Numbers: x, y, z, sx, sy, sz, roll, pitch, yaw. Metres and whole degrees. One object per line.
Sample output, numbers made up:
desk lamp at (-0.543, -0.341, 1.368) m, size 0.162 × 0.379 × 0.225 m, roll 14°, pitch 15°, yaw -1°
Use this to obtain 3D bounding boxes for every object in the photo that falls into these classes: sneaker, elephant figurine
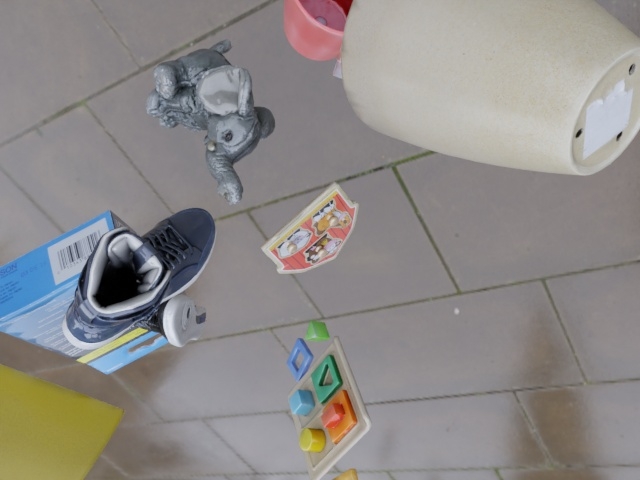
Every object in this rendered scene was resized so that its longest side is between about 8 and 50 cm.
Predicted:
sneaker at (-0.178, 0.017, 0.650) m, size 0.086 × 0.226 × 0.163 m, roll 42°, pitch 144°, yaw -3°
elephant figurine at (-0.153, -0.203, 0.968) m, size 0.239 × 0.169 × 0.186 m, roll 34°, pitch 119°, yaw 22°
sneaker at (-0.267, 0.125, 0.961) m, size 0.121 × 0.079 × 0.217 m, roll 12°, pitch 167°, yaw 2°

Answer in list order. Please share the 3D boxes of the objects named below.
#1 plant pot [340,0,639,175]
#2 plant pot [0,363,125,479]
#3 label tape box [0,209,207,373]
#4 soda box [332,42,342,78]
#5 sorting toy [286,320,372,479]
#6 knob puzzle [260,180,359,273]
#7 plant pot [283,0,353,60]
plant pot at (0.204, -0.184, 0.645) m, size 0.274 × 0.256 × 0.257 m, roll 43°, pitch 153°, yaw 42°
plant pot at (-0.441, 0.286, 0.805) m, size 0.212 × 0.187 × 0.212 m, roll -6°, pitch 147°, yaw 37°
label tape box at (-0.392, 0.111, 1.077) m, size 0.240 × 0.106 × 0.334 m, roll -27°, pitch 152°, yaw 0°
soda box at (0.078, -0.359, 0.991) m, size 0.062 × 0.183 × 0.058 m, roll 19°, pitch 169°, yaw -3°
sorting toy at (-0.001, 0.289, 1.000) m, size 0.047 × 0.348 × 0.196 m, roll 14°, pitch 124°, yaw -31°
knob puzzle at (0.000, 0.000, 1.065) m, size 0.030 × 0.213 × 0.213 m, roll 49°, pitch 145°, yaw 30°
plant pot at (0.023, -0.606, 1.518) m, size 0.274 × 0.275 × 0.243 m, roll 30°, pitch 167°, yaw -9°
